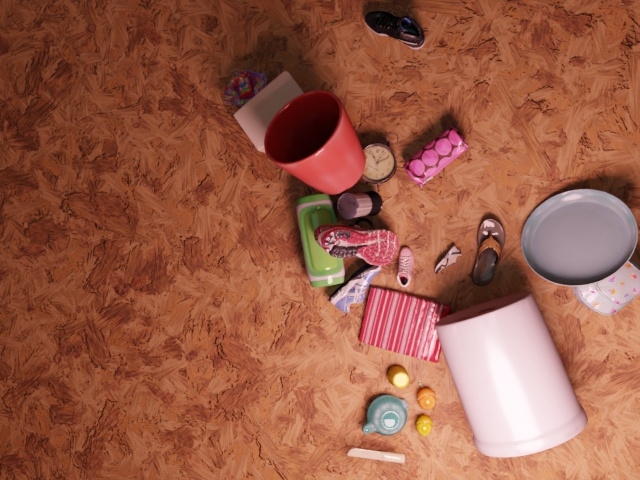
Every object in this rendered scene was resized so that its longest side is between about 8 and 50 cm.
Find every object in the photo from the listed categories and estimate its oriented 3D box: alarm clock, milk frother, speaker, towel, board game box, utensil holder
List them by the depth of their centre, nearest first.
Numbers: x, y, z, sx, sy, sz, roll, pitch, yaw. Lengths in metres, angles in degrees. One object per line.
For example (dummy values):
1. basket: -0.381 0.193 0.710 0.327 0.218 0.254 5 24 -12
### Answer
1. utensil holder: 0.547 0.378 1.635 0.327 0.327 0.386 -20 84 11
2. milk frother: 0.122 -0.081 1.801 0.129 0.134 0.143 -22 82 43
3. alarm clock: 0.196 -0.267 1.819 0.129 0.064 0.192 33 99 9
4. towel: 0.279 0.276 1.832 0.274 0.031 0.199 14 96 13
5. speaker: 0.000 0.000 1.834 0.131 0.131 0.297 -10 89 11
6. board game box: -0.265 -0.526 1.888 0.168 0.033 0.133 23 81 31

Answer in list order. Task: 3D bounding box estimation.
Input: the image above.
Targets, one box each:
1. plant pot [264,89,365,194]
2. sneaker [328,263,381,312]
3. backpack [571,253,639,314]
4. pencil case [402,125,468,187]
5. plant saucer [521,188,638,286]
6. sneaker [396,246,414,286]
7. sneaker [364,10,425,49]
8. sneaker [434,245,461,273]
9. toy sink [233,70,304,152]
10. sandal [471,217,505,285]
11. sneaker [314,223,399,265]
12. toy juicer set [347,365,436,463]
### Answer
1. plant pot: 0.003 -0.285 1.724 0.274 0.243 0.275 -16 57 26
2. sneaker: 0.126 0.153 1.843 0.211 0.080 0.081 -43 92 17
3. backpack: 0.856 0.127 1.656 0.166 0.144 0.188 41 101 2
4. pencil case: 0.371 -0.265 1.772 0.209 0.095 0.098 -41 48 11
5. plant saucer: 0.763 -0.005 1.651 0.317 0.043 0.318 -17 56 28
6. sneaker: 0.276 0.089 1.808 0.050 0.070 0.134 3 91 13
7. sneaker: 0.236 -0.694 1.773 0.216 0.121 0.079 28 95 10
8. sneaker: 0.411 0.069 1.795 0.043 0.040 0.109 41 99 6
9. toy sink: -0.141 -0.423 1.851 0.234 0.131 0.153 -37 84 15
10. sandal: 0.528 0.038 1.760 0.089 0.060 0.220 16 94 11
11. sneaker: 0.122 -0.002 1.765 0.299 0.112 0.121 13 102 -31
12. toy juicer set: 0.251 0.594 1.821 0.209 0.089 0.329 30 88 -4
